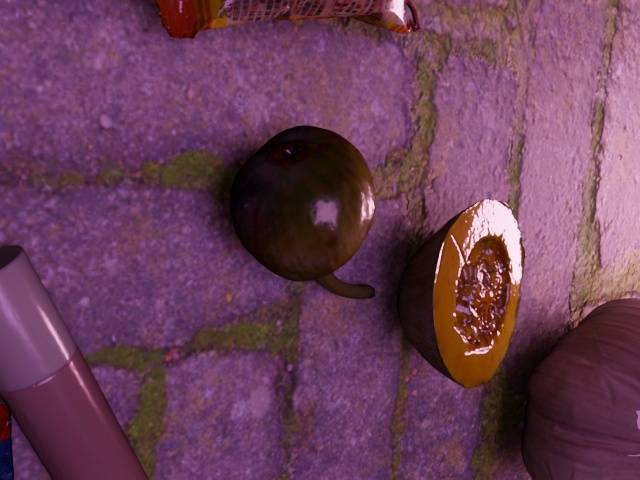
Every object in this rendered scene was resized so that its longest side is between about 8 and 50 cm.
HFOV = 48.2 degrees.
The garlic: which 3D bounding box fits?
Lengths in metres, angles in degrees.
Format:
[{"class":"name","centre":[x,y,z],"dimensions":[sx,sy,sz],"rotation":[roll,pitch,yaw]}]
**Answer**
[{"class":"garlic","centre":[0.422,0.236,0.968],"dimensions":[0.317,0.259,0.317],"rotation":[-13,112,-34]}]

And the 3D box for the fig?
[{"class":"fig","centre":[0.000,0.000,0.722],"dimensions":[0.149,0.149,0.245],"rotation":[-45,141,-19]}]

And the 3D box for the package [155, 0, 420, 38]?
[{"class":"package","centre":[-0.012,-0.295,0.627],"dimensions":[0.288,0.108,0.223],"rotation":[-14,104,-39]}]

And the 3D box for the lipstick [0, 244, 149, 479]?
[{"class":"lipstick","centre":[-0.223,0.130,0.599],"dimensions":[0.070,0.070,0.254],"rotation":[-32,117,-26]}]

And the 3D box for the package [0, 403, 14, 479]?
[{"class":"package","centre":[-0.285,0.223,0.584],"dimensions":[0.083,0.022,0.200],"rotation":[0,103,2]}]

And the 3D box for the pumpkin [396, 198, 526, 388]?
[{"class":"pumpkin","centre":[0.155,0.059,0.843],"dimensions":[0.217,0.110,0.217],"rotation":[-2,92,-44]}]
